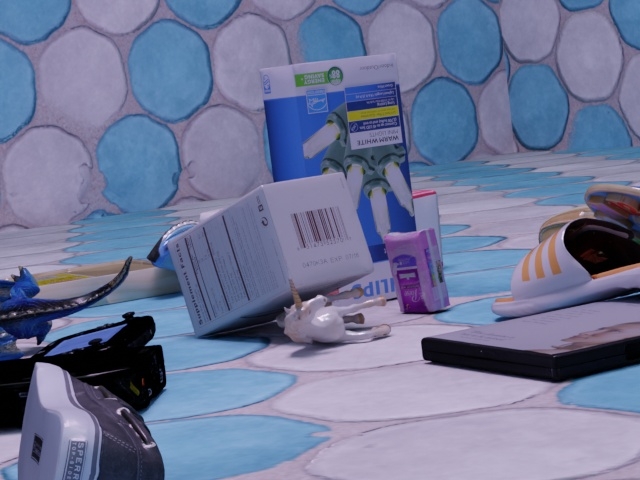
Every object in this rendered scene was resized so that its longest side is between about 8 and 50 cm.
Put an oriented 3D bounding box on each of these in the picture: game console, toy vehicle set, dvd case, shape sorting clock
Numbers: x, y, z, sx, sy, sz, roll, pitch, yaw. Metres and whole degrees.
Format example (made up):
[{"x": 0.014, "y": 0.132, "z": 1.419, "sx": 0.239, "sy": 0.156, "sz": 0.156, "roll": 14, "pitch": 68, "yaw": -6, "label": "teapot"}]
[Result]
[{"x": -0.232, "y": 0.108, "z": 1.492, "sx": 0.213, "sy": 0.044, "sz": 0.361, "roll": -6, "pitch": 5, "yaw": 4, "label": "game console"}, {"x": -0.327, "y": 0.062, "z": 2.144, "sx": 0.267, "sy": 0.035, "sz": 0.166, "roll": -9, "pitch": 6, "yaw": -27, "label": "toy vehicle set"}, {"x": 0.234, "y": 0.074, "z": 1.402, "sx": 0.253, "sy": 0.022, "sz": 0.180, "roll": -9, "pitch": 6, "yaw": -30, "label": "dvd case"}, {"x": 0.336, "y": -0.002, "z": 1.574, "sx": 0.206, "sy": 0.040, "sz": 0.206, "roll": 27, "pitch": -10, "yaw": 5, "label": "shape sorting clock"}]

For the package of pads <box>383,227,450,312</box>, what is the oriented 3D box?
[{"x": 0.095, "y": 0.030, "z": 1.713, "sx": 0.032, "sy": 0.083, "sz": 0.050, "roll": -18, "pitch": 9, "yaw": -43, "label": "package of pads"}]

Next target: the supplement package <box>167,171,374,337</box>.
[{"x": -0.051, "y": 0.016, "z": 1.681, "sx": 0.105, "sy": 0.105, "sz": 0.179, "roll": -12, "pitch": -10, "yaw": -38, "label": "supplement package"}]

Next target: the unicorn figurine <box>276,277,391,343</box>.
[{"x": 0.004, "y": 0.071, "z": 1.586, "sx": 0.111, "sy": 0.060, "sz": 0.162, "roll": -9, "pitch": -10, "yaw": -21, "label": "unicorn figurine"}]

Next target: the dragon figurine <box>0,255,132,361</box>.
[{"x": -0.333, "y": 0.077, "z": 1.717, "sx": 0.289, "sy": 0.085, "sz": 0.144, "roll": -7, "pitch": 5, "yaw": 6, "label": "dragon figurine"}]

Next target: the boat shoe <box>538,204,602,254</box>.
[{"x": 0.317, "y": 0.000, "z": 1.895, "sx": 0.190, "sy": 0.068, "sz": 0.072, "roll": -2, "pitch": 18, "yaw": 36, "label": "boat shoe"}]

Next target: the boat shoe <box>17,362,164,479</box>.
[{"x": -0.140, "y": 0.124, "z": 1.069, "sx": 0.076, "sy": 0.080, "sz": 0.228, "roll": 10, "pitch": -2, "yaw": -16, "label": "boat shoe"}]

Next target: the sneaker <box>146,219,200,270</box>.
[{"x": -0.139, "y": 0.022, "z": 2.114, "sx": 0.162, "sy": 0.073, "sz": 0.063, "roll": 2, "pitch": -45, "yaw": -46, "label": "sneaker"}]

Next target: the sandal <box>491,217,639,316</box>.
[{"x": 0.258, "y": 0.013, "z": 1.540, "sx": 0.102, "sy": 0.076, "sz": 0.265, "roll": -7, "pitch": -8, "yaw": -40, "label": "sandal"}]

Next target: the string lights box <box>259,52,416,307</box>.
[{"x": 0.023, "y": -0.063, "z": 1.840, "sx": 0.133, "sy": 0.259, "sz": 0.077, "roll": -10, "pitch": 6, "yaw": -30, "label": "string lights box"}]

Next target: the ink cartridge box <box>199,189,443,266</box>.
[{"x": 0.000, "y": 0.000, "z": 2.061, "sx": 0.237, "sy": 0.100, "sz": 0.172, "roll": -1, "pitch": 7, "yaw": 37, "label": "ink cartridge box"}]
